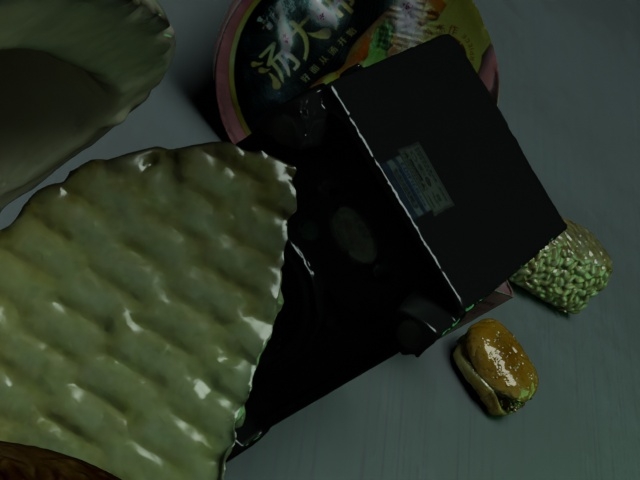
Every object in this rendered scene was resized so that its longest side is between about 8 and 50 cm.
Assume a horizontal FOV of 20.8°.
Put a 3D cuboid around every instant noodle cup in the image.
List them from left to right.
[{"bbox_3d":[0.040,-0.170,1.494,0.244,0.244,0.255,46,20,-12],"label":"instant noodle cup"}]

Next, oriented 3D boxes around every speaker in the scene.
[{"bbox_3d":[0.000,0.000,1.185,0.184,0.232,0.254,58,29,1],"label":"speaker"}]

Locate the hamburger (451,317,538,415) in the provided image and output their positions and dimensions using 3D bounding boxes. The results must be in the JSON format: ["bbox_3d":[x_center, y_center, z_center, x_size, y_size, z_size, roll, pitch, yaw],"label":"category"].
[{"bbox_3d":[0.153,0.109,1.507,0.083,0.044,0.076,52,26,5],"label":"hamburger"}]

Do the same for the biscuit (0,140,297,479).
[{"bbox_3d":[-0.119,0.064,0.994,0.187,0.036,0.274,15,75,-4],"label":"biscuit"}]

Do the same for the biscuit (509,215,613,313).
[{"bbox_3d":[0.215,0.010,1.700,0.168,0.070,0.082,26,28,-39],"label":"biscuit"}]

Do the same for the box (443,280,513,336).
[{"bbox_3d":[0.068,0.033,1.387,0.156,0.111,0.060,18,49,-48],"label":"box"}]

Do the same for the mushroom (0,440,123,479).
[{"bbox_3d":[-0.136,0.219,0.781,0.278,0.163,0.297,20,39,-46],"label":"mushroom"}]

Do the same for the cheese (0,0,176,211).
[{"bbox_3d":[-0.235,-0.094,0.883,0.153,0.292,0.332,58,15,11],"label":"cheese"}]
